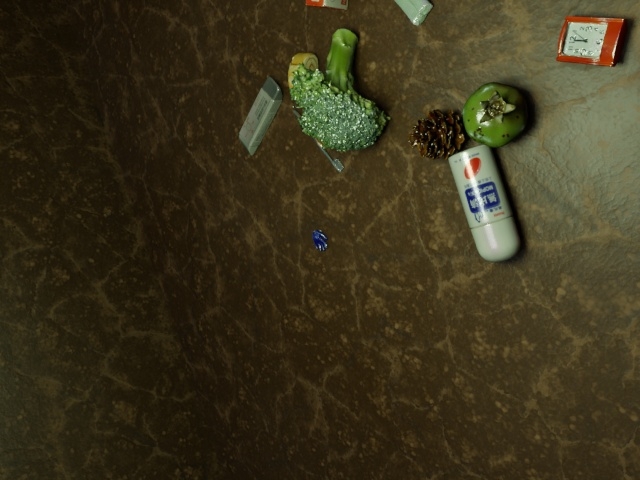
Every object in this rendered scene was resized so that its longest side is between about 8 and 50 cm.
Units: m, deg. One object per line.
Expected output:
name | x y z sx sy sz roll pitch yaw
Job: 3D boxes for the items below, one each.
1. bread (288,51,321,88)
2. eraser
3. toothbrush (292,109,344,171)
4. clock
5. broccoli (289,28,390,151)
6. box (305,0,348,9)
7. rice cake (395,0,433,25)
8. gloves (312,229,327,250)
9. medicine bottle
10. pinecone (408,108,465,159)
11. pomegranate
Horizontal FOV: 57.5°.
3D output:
bread | -0.059 -0.599 2.096 0.073 0.122 0.149 16 112 36
eraser | -0.242 -0.492 2.333 0.089 0.061 0.352 52 129 21
toothbrush | -0.013 -0.377 2.178 0.321 0.023 0.031 52 122 19
clock | 0.687 -0.506 1.481 0.155 0.061 0.113 24 116 40
broccoli | 0.089 -0.473 1.931 0.274 0.397 0.353 0 130 15
box | 0.034 -0.867 1.936 0.099 0.133 0.182 22 113 35
rice cake | 0.262 -0.772 1.814 0.080 0.042 0.222 -46 68 34
gloves | 0.000 0.000 2.257 0.064 0.026 0.086 -13 91 41
medicine bottle | 0.487 -0.102 1.715 0.130 0.130 0.341 -18 88 43
pinecone | 0.348 -0.318 1.769 0.173 0.173 0.174 12 109 40
pomegranate | 0.479 -0.348 1.595 0.181 0.224 0.182 1 93 12
